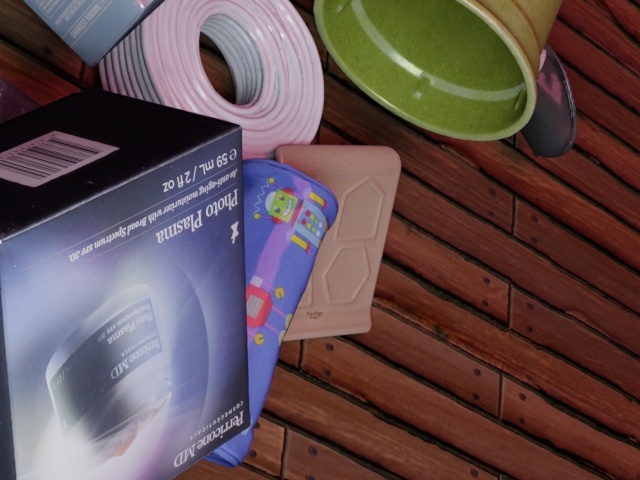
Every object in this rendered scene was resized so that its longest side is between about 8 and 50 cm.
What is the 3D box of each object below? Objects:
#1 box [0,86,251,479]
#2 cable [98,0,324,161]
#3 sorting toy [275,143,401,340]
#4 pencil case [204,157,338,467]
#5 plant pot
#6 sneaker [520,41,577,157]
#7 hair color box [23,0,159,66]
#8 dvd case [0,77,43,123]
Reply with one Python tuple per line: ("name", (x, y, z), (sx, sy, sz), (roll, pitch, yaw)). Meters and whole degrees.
("box", (-0.210, 0.065, 1.487), (0.296, 0.183, 0.294), (-31, 129, -48))
("cable", (-0.110, -0.176, 1.895), (0.257, 0.089, 0.257), (51, 44, -19))
("sorting toy", (0.000, 0.000, 1.937), (0.193, 0.038, 0.208), (-3, 105, -48))
("pencil case", (-0.085, 0.074, 1.754), (0.119, 0.133, 0.306), (24, 70, -8))
("plant pot", (0.173, -0.298, 2.064), (0.276, 0.276, 0.254), (45, 62, -25))
("sneaker", (0.197, -0.235, 2.247), (0.146, 0.122, 0.330), (-31, 97, -30))
("hair color box", (-0.277, -0.367, 1.719), (0.374, 0.113, 0.185), (46, 46, -7))
("dvd case", (-0.272, -0.012, 1.700), (0.179, 0.030, 0.238), (36, 51, -32))
